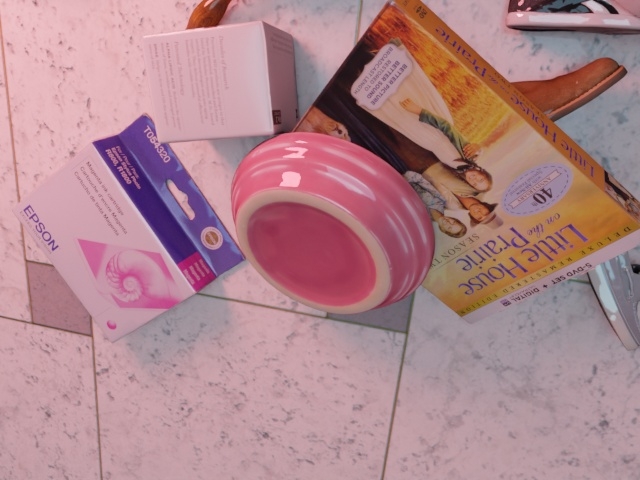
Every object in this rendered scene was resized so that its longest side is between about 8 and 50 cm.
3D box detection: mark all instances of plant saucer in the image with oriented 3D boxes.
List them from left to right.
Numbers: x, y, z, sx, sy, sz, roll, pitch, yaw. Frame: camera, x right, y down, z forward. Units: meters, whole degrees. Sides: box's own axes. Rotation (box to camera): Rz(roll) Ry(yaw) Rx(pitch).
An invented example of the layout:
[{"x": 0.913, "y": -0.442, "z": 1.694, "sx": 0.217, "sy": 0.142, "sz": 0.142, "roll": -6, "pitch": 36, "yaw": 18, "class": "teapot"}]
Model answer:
[{"x": 0.000, "y": 0.000, "z": 0.728, "sx": 0.332, "sy": 0.084, "sz": 0.332, "roll": 18, "pitch": 139, "yaw": 16, "class": "plant saucer"}]

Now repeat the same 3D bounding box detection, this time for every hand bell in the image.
[{"x": -0.128, "y": -0.384, "z": 0.720, "sx": 0.242, "sy": 0.126, "sz": 0.126, "roll": -32, "pitch": 98, "yaw": 31, "class": "hand bell"}]

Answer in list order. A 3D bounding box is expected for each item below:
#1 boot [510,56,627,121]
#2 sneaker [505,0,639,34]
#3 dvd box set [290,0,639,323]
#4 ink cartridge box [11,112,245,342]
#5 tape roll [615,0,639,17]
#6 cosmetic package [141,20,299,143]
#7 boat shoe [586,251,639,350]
[{"x": 0.254, "y": -0.196, "z": 0.676, "sx": 0.305, "sy": 0.112, "sz": 0.115, "roll": -21, "pitch": 95, "yaw": 21, "class": "boot"}, {"x": 0.362, "y": -0.334, "z": 0.617, "sx": 0.217, "sy": 0.079, "sz": 0.121, "roll": 8, "pitch": 109, "yaw": 12, "class": "sneaker"}, {"x": 0.169, "y": -0.076, "z": 0.665, "sx": 0.420, "sy": 0.062, "sz": 0.307, "roll": 39, "pitch": 137, "yaw": -9, "class": "dvd box set"}, {"x": -0.362, "y": -0.011, "z": 0.897, "sx": 0.330, "sy": 0.071, "sz": 0.324, "roll": -31, "pitch": 97, "yaw": 21, "class": "ink cartridge box"}, {"x": 0.438, "y": -0.378, "z": 0.502, "sx": 0.246, "sy": 0.169, "sz": 0.246, "roll": 0, "pitch": 89, "yaw": 1, "class": "tape roll"}, {"x": -0.141, "y": -0.233, "z": 0.730, "sx": 0.184, "sy": 0.151, "sz": 0.151, "roll": -2, "pitch": 106, "yaw": 13, "class": "cosmetic package"}, {"x": 0.450, "y": 0.057, "z": 0.717, "sx": 0.081, "sy": 0.079, "sz": 0.227, "roll": -22, "pitch": 97, "yaw": 23, "class": "boat shoe"}]
